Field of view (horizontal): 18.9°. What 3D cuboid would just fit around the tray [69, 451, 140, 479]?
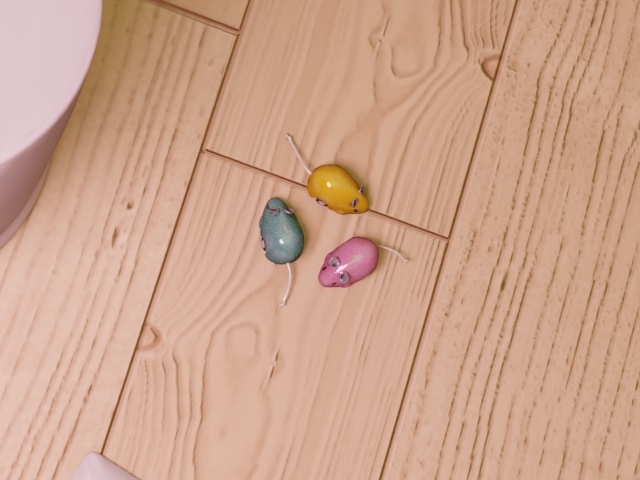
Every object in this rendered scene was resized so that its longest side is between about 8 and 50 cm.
[{"bbox_3d":[-0.124,0.312,1.669,0.270,0.030,0.145,34,71,-7],"label":"tray"}]

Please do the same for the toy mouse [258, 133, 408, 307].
[{"bbox_3d":[0.000,0.000,1.764,0.161,0.031,0.143,35,72,-7],"label":"toy mouse"}]

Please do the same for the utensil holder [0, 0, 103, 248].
[{"bbox_3d":[-0.350,-0.141,1.509,0.328,0.385,0.327,3,79,-15],"label":"utensil holder"}]
